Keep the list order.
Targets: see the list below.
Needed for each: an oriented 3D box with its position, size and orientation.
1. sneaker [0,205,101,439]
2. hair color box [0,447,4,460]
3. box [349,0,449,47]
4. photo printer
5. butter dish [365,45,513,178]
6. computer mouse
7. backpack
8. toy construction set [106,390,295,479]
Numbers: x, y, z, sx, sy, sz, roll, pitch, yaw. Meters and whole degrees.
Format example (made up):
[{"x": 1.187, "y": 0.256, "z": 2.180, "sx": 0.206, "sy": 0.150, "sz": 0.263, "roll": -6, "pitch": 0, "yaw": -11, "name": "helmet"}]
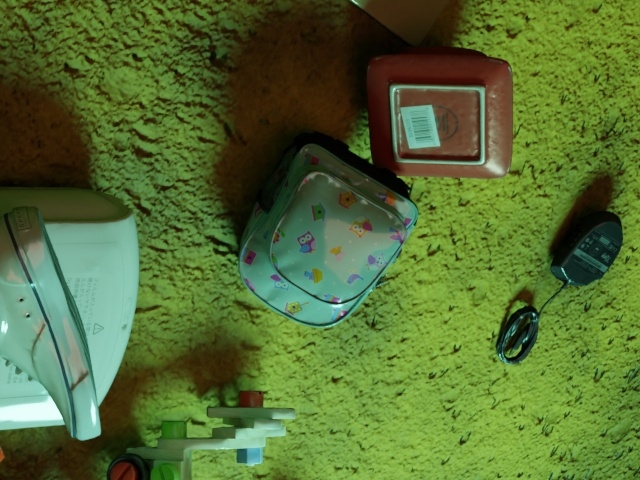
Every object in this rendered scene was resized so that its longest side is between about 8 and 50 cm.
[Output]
[{"x": -0.275, "y": 0.085, "z": 1.417, "sx": 0.091, "sy": 0.094, "sz": 0.258, "roll": -16, "pitch": 119, "yaw": -4, "name": "sneaker"}, {"x": -0.401, "y": 0.243, "z": 1.530, "sx": 0.141, "sy": 0.072, "sz": 0.043, "roll": -46, "pitch": 141, "yaw": -32, "name": "hair color box"}, {"x": 0.081, "y": -0.320, "z": 1.599, "sx": 0.201, "sy": 0.021, "sz": 0.164, "roll": 30, "pitch": 96, "yaw": -40, "name": "box"}, {"x": -0.330, "y": 0.068, "z": 1.487, "sx": 0.307, "sy": 0.107, "sz": 0.256, "roll": -2, "pitch": 115, "yaw": -33, "name": "photo printer"}, {"x": 0.137, "y": -0.160, "z": 1.666, "sx": 0.160, "sy": 0.118, "sz": 0.160, "roll": 2, "pitch": 129, "yaw": 10, "name": "butter dish"}, {"x": 0.306, "y": 0.059, "z": 1.944, "sx": 0.071, "sy": 0.041, "sz": 0.242, "roll": 32, "pitch": 102, "yaw": -31, "name": "computer mouse"}, {"x": 0.000, "y": 0.000, "z": 1.633, "sx": 0.166, "sy": 0.144, "sz": 0.188, "roll": 30, "pitch": 107, "yaw": -13, "name": "backpack"}, {"x": -0.125, "y": 0.322, "z": 1.678, "sx": 0.151, "sy": 0.215, "sz": 0.327, "roll": 61, "pitch": 31, "yaw": -69, "name": "toy construction set"}]
